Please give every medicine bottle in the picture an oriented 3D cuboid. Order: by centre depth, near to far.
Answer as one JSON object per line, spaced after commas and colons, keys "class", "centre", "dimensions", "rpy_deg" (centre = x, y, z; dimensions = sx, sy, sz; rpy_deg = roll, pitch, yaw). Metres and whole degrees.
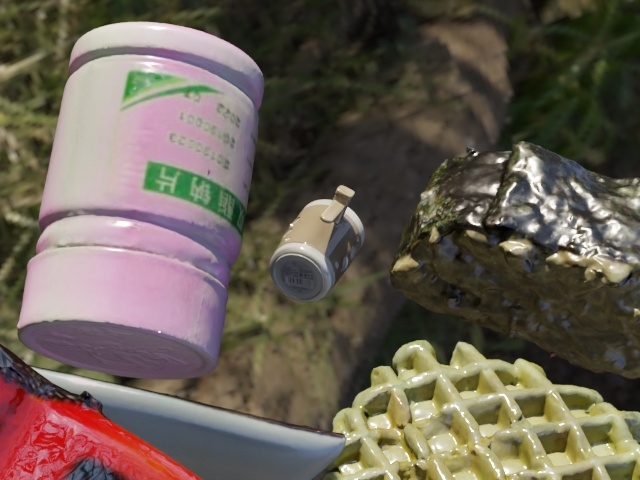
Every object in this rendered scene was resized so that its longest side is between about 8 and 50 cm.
{"class": "medicine bottle", "centre": [-0.180, -0.038, 1.760], "dimensions": [0.212, 0.212, 0.325], "rpy_deg": [31, 60, -47]}

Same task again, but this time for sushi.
{"class": "sushi", "centre": [0.255, 0.026, 1.826], "dimensions": [0.211, 0.350, 0.171], "rpy_deg": [92, 19, -43]}

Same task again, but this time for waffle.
{"class": "waffle", "centre": [0.156, 0.211, 1.563], "dimensions": [0.292, 0.309, 0.056], "rpy_deg": [-51, 156, -41]}

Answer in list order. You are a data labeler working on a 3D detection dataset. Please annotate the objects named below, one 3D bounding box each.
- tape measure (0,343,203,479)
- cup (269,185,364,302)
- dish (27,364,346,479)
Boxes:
{"class": "tape measure", "centre": [-0.125, 0.141, 0.764], "dimensions": [0.260, 0.253, 0.114], "rpy_deg": [35, 70, -11]}
{"class": "cup", "centre": [0.005, 0.006, 1.767], "dimensions": [0.074, 0.102, 0.099], "rpy_deg": [47, 38, -11]}
{"class": "dish", "centre": [-0.123, 0.149, 1.184], "dimensions": [0.243, 0.182, 0.080], "rpy_deg": [13, 78, -14]}
